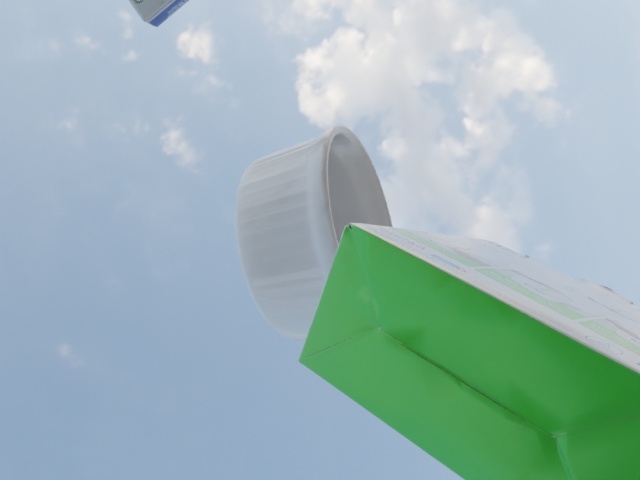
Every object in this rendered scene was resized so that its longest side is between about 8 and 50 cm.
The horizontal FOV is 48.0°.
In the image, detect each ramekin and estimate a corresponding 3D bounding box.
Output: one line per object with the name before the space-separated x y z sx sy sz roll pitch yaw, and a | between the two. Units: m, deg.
ramekin | 0.000 0.000 0.942 0.277 0.135 0.278 -13 -90 -71

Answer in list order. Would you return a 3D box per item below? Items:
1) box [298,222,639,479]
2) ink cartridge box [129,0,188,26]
box | 0.162 0.092 0.557 0.231 0.261 0.127 5 -71 -52
ink cartridge box | -0.278 -0.618 1.294 0.324 0.071 0.330 -35 -92 11
